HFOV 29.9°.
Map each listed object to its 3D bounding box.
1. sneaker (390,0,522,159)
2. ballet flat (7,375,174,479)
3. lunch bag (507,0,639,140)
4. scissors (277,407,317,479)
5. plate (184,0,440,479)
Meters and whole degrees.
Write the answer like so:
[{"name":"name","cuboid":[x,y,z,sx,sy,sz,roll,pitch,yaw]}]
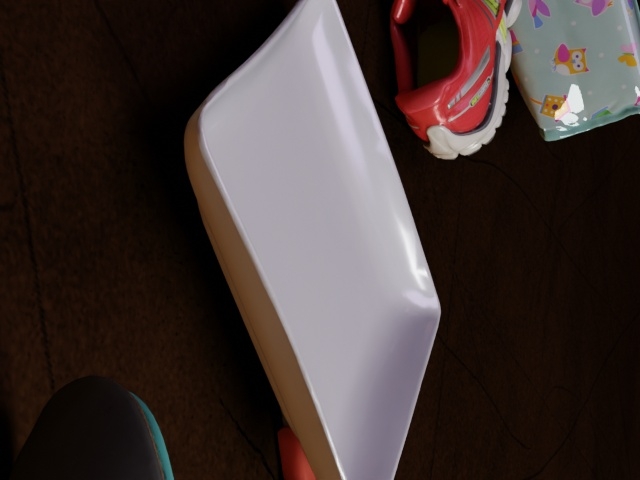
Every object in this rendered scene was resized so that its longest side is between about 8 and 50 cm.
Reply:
[{"name":"sneaker","cuboid":[0.113,-0.211,1.044,0.118,0.107,0.279,37,49,-50]},{"name":"ballet flat","cuboid":[-0.102,0.191,0.447,0.096,0.095,0.280,8,75,-53]},{"name":"lunch bag","cuboid":[0.289,-0.261,1.391,0.262,0.160,0.223,-68,141,-67]},{"name":"scissors","cuboid":[-0.017,0.112,0.743,0.109,0.021,0.297,-47,126,-61]},{"name":"plate","cuboid":[0.000,0.000,0.764,0.277,0.045,0.278,-62,135,-59]}]
